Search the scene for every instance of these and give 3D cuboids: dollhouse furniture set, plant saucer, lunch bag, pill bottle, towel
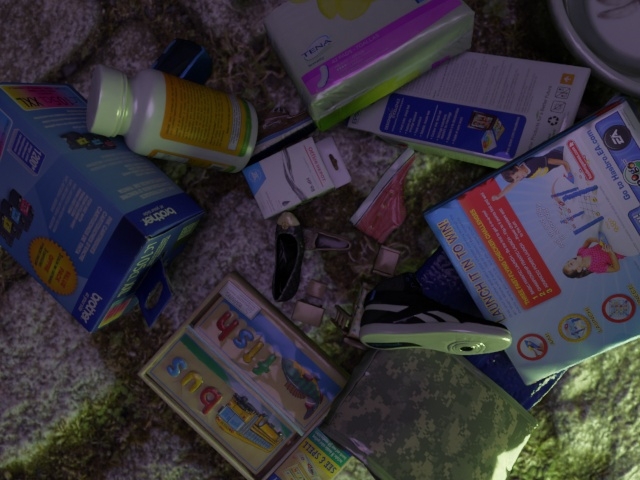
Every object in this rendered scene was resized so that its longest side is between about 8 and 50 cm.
[{"bbox_3d":[0.048,0.083,0.745,0.161,0.101,0.181,18,91,3],"label":"dollhouse furniture set"},{"bbox_3d":[0.565,-0.410,0.701,0.401,0.100,0.399,0,84,0],"label":"plant saucer"},{"bbox_3d":[0.161,0.294,0.675,0.287,0.169,0.235,43,70,-5],"label":"lunch bag"},{"bbox_3d":[-0.242,-0.201,0.681,0.246,0.136,0.136,6,91,-39],"label":"pill bottle"},{"bbox_3d":[0.306,0.129,0.727,0.308,0.076,0.227,40,103,4],"label":"towel"}]

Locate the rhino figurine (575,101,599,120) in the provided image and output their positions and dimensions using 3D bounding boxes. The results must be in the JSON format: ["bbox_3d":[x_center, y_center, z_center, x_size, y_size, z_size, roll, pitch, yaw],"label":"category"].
[{"bbox_3d":[0.396,-0.149,0.736,0.106,0.073,0.243,26,93,26],"label":"rhino figurine"}]

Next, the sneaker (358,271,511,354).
[{"bbox_3d":[0.170,0.102,0.627,0.217,0.079,0.121,-1,51,15],"label":"sneaker"}]

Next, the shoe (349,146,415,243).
[{"bbox_3d":[0.137,-0.081,0.761,0.081,0.063,0.178,37,98,1],"label":"shoe"}]

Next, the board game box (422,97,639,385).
[{"bbox_3d":[0.364,0.011,0.614,0.302,0.086,0.308,-30,91,14],"label":"board game box"}]

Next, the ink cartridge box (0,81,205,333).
[{"bbox_3d":[-0.388,-0.034,0.699,0.395,0.151,0.270,42,120,0],"label":"ink cartridge box"}]

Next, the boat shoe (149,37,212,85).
[{"bbox_3d":[-0.313,-0.269,0.776,0.089,0.109,0.258,35,76,9],"label":"boat shoe"}]

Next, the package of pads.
[{"bbox_3d":[0.071,-0.361,0.707,0.297,0.101,0.229,-28,68,5],"label":"package of pads"}]

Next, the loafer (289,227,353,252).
[{"bbox_3d":[0.000,0.000,0.778,0.125,0.039,0.045,6,92,3],"label":"loafer"}]

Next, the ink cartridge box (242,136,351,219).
[{"bbox_3d":[-0.041,-0.122,0.769,0.180,0.060,0.104,-25,89,3],"label":"ink cartridge box"}]

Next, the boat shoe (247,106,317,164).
[{"bbox_3d":[-0.077,-0.214,0.767,0.183,0.066,0.066,-27,88,3],"label":"boat shoe"}]

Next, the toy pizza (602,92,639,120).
[{"bbox_3d":[0.489,-0.148,0.705,0.201,0.032,0.201,-13,112,-34],"label":"toy pizza"}]

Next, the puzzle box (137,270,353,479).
[{"bbox_3d":[-0.111,0.291,0.782,0.409,0.052,0.272,42,93,2],"label":"puzzle box"}]

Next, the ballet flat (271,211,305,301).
[{"bbox_3d":[-0.062,0.033,0.761,0.058,0.049,0.173,6,103,21],"label":"ballet flat"}]

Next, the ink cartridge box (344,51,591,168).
[{"bbox_3d":[0.243,-0.238,0.725,0.371,0.069,0.175,18,92,18],"label":"ink cartridge box"}]
